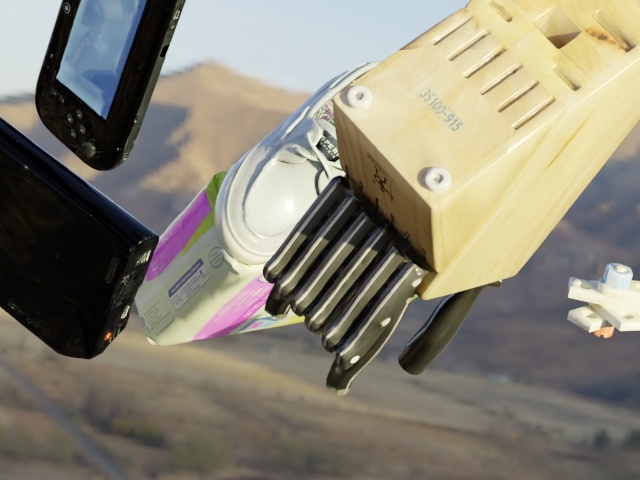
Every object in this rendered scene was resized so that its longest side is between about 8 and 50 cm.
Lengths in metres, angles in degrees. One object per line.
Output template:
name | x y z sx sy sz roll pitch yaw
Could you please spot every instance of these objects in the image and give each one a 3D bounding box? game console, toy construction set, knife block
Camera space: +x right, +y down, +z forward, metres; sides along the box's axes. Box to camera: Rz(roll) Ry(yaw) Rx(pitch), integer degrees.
game console | -0.197 -0.096 1.453 0.213 0.361 0.044 35 30 21
toy construction set | 0.412 -0.021 2.110 0.151 0.327 0.215 36 30 15
knife block | 0.091 -0.034 1.085 0.088 0.276 0.242 49 -12 21

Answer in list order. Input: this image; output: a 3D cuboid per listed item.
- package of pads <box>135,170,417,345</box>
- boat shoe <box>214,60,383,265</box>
package of pads | 0.000 0.000 1.729 0.297 0.101 0.229 -10 -17 -29
boat shoe | -0.005 -0.073 1.538 0.079 0.227 0.081 44 -36 -8
